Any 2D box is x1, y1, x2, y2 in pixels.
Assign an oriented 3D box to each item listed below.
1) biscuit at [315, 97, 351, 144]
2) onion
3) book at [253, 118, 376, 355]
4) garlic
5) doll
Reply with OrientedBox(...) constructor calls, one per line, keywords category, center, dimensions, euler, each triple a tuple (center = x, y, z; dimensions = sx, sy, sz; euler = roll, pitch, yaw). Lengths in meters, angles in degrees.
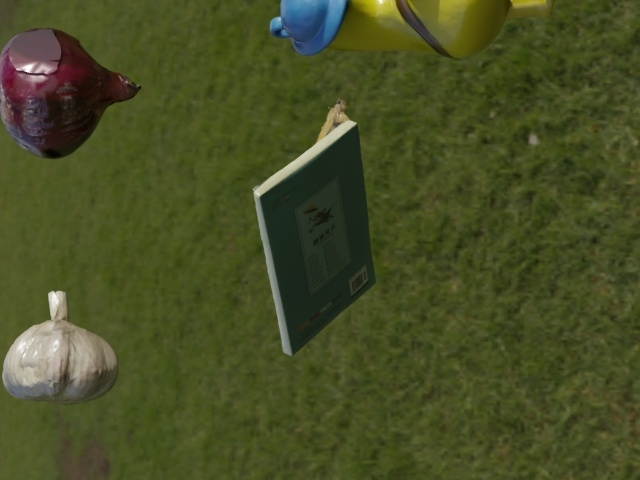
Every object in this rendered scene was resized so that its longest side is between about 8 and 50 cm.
OrientedBox(category="biscuit", center=(0.035, -0.230, 2.148), dimensions=(0.183, 0.061, 0.118), euler=(-142, 76, -81))
OrientedBox(category="onion", center=(-0.385, -0.236, 1.563), dimensions=(0.140, 0.218, 0.195), euler=(95, 168, -58))
OrientedBox(category="book", center=(0.000, 0.000, 1.864), dimensions=(0.031, 0.264, 0.379), euler=(23, 137, 35))
OrientedBox(category="garlic", center=(-0.477, 0.194, 1.888), dimensions=(0.218, 0.218, 0.212), euler=(148, 123, -60))
OrientedBox(category="doll", center=(0.116, -0.286, 1.286), dimensions=(0.199, 0.363, 0.145), euler=(80, -177, -69))
